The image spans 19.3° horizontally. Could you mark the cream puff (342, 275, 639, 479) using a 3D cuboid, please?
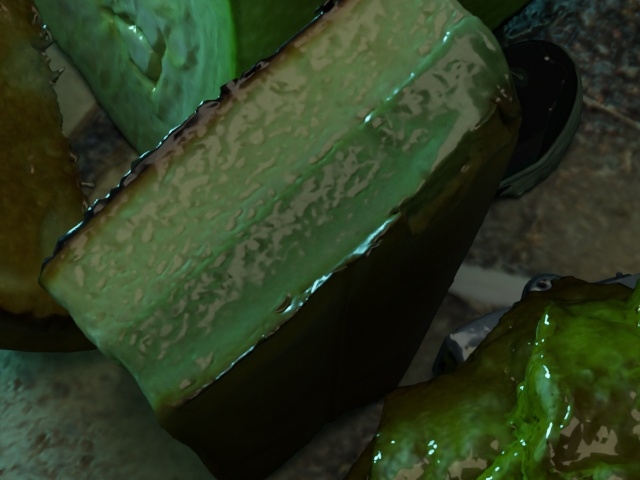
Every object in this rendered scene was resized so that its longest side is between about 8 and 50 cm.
[{"bbox_3d":[0.126,0.116,0.789,0.244,0.244,0.196,13,86,4],"label":"cream puff"}]

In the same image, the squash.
[{"bbox_3d":[0.016,-0.197,1.019,0.309,0.210,0.234,-24,64,-32],"label":"squash"}]

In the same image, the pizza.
[{"bbox_3d":[-0.237,-0.066,0.915,0.323,0.089,0.223,29,45,-24],"label":"pizza"}]

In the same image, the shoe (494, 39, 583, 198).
[{"bbox_3d":[0.074,-0.063,0.963,0.169,0.099,0.071,-39,67,-22],"label":"shoe"}]

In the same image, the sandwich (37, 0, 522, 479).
[{"bbox_3d":[0.000,0.000,0.874,0.220,0.186,0.108,-42,70,-5],"label":"sandwich"}]

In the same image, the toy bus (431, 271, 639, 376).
[{"bbox_3d":[0.153,0.050,0.924,0.190,0.064,0.075,-13,68,-10],"label":"toy bus"}]
